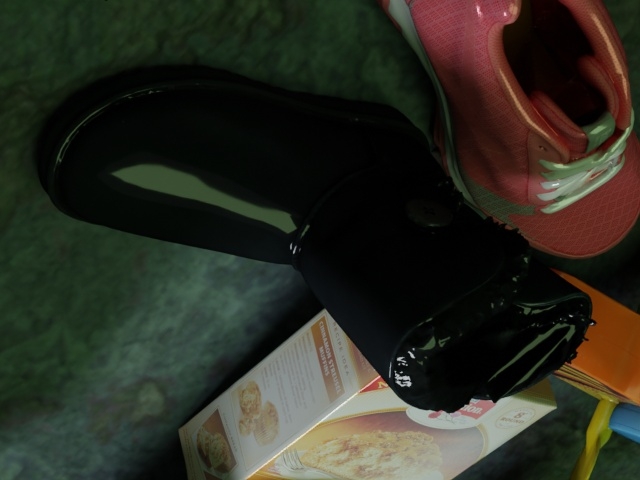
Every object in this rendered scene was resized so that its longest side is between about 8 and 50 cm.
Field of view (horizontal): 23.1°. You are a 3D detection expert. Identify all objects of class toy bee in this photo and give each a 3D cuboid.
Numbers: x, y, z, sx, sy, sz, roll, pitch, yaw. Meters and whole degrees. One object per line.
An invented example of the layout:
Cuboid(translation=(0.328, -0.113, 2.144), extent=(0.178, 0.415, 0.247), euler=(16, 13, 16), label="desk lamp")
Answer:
Cuboid(translation=(0.230, 0.110, 1.091), extent=(0.195, 0.162, 0.298), euler=(-45, 104, -14), label="toy bee")

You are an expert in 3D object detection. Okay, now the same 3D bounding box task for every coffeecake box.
Cuboid(translation=(0.027, 0.109, 0.965), extent=(0.142, 0.068, 0.185), euler=(17, 134, -39), label="coffeecake box")

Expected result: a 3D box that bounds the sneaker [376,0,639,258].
Cuboid(translation=(0.124, -0.070, 0.887), extent=(0.116, 0.136, 0.314), euler=(-37, 134, -1), label="sneaker")

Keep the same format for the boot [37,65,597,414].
Cuboid(translation=(0.000, 0.000, 0.814), extent=(0.246, 0.207, 0.094), euler=(2, 121, -32), label="boot")
